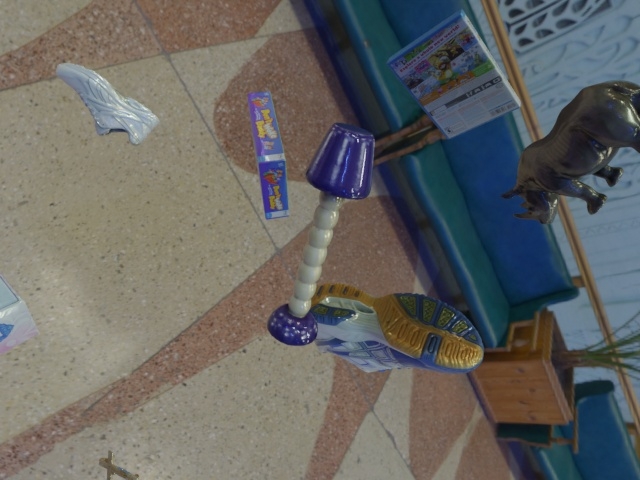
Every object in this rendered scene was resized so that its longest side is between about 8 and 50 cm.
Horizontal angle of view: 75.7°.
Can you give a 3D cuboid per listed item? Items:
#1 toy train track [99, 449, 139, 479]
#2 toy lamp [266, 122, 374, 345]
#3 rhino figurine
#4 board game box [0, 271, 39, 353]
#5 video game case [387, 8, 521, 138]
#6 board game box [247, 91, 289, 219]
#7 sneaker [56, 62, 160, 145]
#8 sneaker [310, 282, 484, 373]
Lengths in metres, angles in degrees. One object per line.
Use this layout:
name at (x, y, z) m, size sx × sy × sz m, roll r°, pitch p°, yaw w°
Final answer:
toy train track at (-0.292, 0.335, 0.602) m, size 0.014 × 0.083 × 0.048 m, roll 1°, pitch 94°, yaw -62°
toy lamp at (0.000, 0.000, 0.495) m, size 0.080 × 0.080 × 0.275 m, roll -21°, pitch 135°, yaw -50°
rhino figurine at (0.296, -0.087, 0.488) m, size 0.106 × 0.243 × 0.073 m, roll 36°, pitch 68°, yaw 10°
board game box at (-0.527, 0.067, 0.407) m, size 0.318 × 0.066 × 0.317 m, roll 36°, pitch 47°, yaw 24°
video game case at (0.192, -0.227, 0.592) m, size 0.166 × 0.119 × 0.015 m, roll 38°, pitch 54°, yaw -29°
board game box at (-0.168, -0.275, 1.319) m, size 0.234 × 0.077 × 0.348 m, roll 92°, pitch -13°, yaw -52°
sneaker at (-0.495, -0.301, 0.935) m, size 0.232 × 0.090 × 0.115 m, roll 33°, pitch 84°, yaw -18°
sneaker at (0.110, 0.158, 0.669) m, size 0.112 × 0.296 × 0.131 m, roll -46°, pitch 136°, yaw -40°
